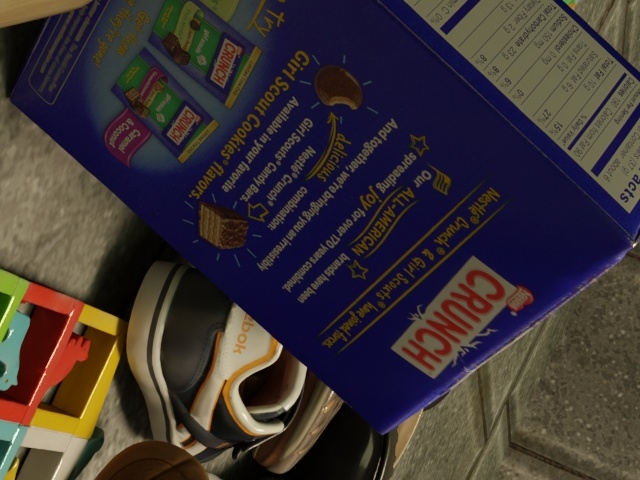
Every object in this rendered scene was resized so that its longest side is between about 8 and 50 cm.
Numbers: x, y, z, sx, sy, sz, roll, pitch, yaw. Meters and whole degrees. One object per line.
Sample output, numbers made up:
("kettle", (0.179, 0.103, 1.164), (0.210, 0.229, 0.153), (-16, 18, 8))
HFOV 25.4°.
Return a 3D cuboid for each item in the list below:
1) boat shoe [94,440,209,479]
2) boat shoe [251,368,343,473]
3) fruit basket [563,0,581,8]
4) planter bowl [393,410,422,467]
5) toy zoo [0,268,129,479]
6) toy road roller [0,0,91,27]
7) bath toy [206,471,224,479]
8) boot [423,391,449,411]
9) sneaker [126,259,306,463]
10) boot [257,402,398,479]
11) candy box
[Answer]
("boat shoe", (-0.202, 0.309, 1.100), (0.342, 0.123, 0.123), (-55, 173, -14))
("boat shoe", (-0.004, 0.068, 1.394), (0.123, 0.116, 0.324), (6, 107, -79))
("fruit basket", (0.214, -0.241, 1.570), (0.327, 0.165, 0.353), (-30, 142, -61))
("planter bowl", (0.051, 0.193, 1.690), (0.162, 0.109, 0.162), (-54, 157, -34))
("toy zoo", (-0.219, 0.123, 0.986), (0.192, 0.030, 0.293), (-66, 162, -5))
("toy road roller", (-0.104, -0.208, 0.553), (0.202, 0.240, 0.329), (-26, 138, -46))
("bath toy", (-0.156, 0.357, 1.243), (0.348, 0.129, 0.151), (-48, 153, -37))
("boot", (0.159, 0.128, 1.826), (0.244, 0.088, 0.176), (-51, 155, 18))
("sneaker", (-0.073, 0.123, 1.196), (0.321, 0.127, 0.126), (82, 22, -68))
("boot", (-0.041, 0.265, 1.492), (0.260, 0.131, 0.348), (28, 70, -57))
("candy box", (0.007, -0.072, 0.810), (0.122, 0.317, 0.268), (-47, -179, -40))
